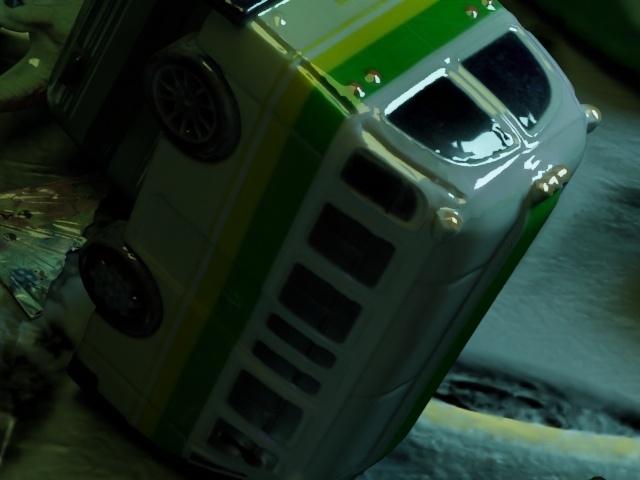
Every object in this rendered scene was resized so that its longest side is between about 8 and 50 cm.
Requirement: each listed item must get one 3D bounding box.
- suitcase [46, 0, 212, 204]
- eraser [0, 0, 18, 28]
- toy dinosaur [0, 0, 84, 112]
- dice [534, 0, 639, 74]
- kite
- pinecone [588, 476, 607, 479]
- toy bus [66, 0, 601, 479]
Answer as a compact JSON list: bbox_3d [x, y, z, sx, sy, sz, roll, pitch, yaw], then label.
[{"bbox_3d":[-0.025,-0.160,1.107,0.128,0.312,0.202,46,47,10],"label":"suitcase"},{"bbox_3d":[-0.309,-0.125,1.176,0.174,0.081,0.227,23,43,4],"label":"eraser"},{"bbox_3d":[-0.164,-0.126,1.207,0.053,0.167,0.242,-14,42,38],"label":"toy dinosaur"},{"bbox_3d":[0.299,-0.298,1.345,0.297,0.300,0.287,-25,51,-34],"label":"dice"},{"bbox_3d":[-0.147,0.000,1.132,0.156,0.011,0.139,17,44,6],"label":"kite"},{"bbox_3d":[0.281,0.164,0.810,0.384,0.384,0.384,6,42,-6],"label":"pinecone"},{"bbox_3d":[0.000,0.000,0.952,0.179,0.305,0.143,42,49,13],"label":"toy bus"}]
